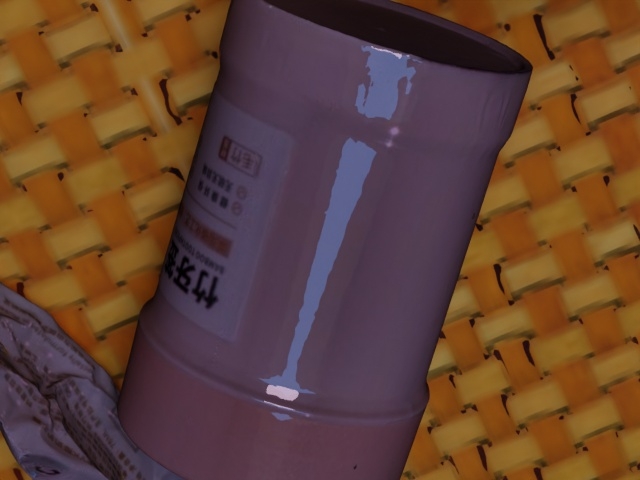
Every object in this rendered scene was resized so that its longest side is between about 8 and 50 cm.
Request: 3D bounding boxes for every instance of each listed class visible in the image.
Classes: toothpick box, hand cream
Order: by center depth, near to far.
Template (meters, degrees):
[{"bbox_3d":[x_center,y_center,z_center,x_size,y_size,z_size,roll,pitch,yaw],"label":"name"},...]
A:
[{"bbox_3d":[0.000,0.000,0.586,0.098,0.098,0.149,15,106,-8],"label":"toothpick box"},{"bbox_3d":[-0.076,0.091,0.626,0.050,0.084,0.257,-25,112,13],"label":"hand cream"}]
